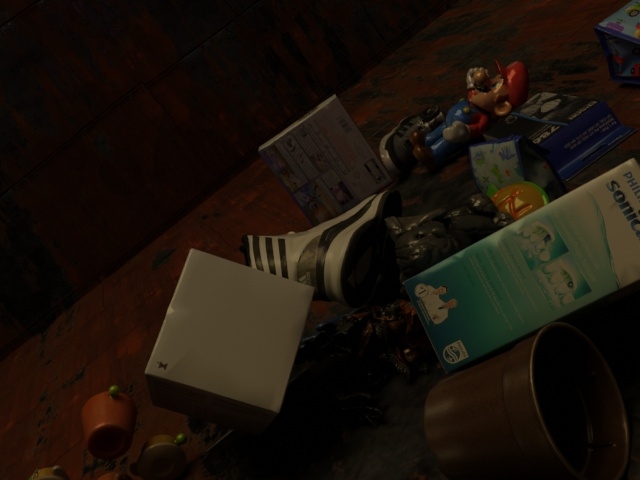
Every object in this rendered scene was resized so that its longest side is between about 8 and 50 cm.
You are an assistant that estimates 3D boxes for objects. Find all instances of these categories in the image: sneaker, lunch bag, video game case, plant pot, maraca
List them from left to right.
[{"bbox_3d":[0.000,-0.001,1.322,0.257,0.169,0.447,2,12,19],"label":"sneaker"},{"bbox_3d":[0.014,-0.199,1.863,0.244,0.270,0.061,-33,18,8],"label":"video game case"},{"bbox_3d":[0.257,-0.275,1.871,0.153,0.101,0.269,-25,19,38],"label":"sneaker"},{"bbox_3d":[0.314,-0.037,1.191,0.185,0.099,0.127,18,91,65],"label":"maraca"},{"bbox_3d":[0.341,-0.115,1.264,0.096,0.151,0.128,-45,19,-22],"label":"lunch bag"},{"bbox_3d":[0.212,0.191,0.771,0.165,0.167,0.167,-31,17,43],"label":"plant pot"},{"bbox_3d":[0.707,-0.389,1.338,0.221,0.138,0.293,-35,28,-3],"label":"lunch bag"}]

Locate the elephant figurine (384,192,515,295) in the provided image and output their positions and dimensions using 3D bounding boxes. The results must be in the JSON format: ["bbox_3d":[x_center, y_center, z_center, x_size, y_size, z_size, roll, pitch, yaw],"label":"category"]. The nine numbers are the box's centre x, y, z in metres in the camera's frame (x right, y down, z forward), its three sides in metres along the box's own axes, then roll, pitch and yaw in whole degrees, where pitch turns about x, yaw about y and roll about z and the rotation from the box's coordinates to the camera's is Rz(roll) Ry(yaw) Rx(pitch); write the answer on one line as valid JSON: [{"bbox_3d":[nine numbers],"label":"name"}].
[{"bbox_3d":[0.172,0.012,1.097,0.239,0.169,0.186,-9,-40,-30],"label":"elephant figurine"}]

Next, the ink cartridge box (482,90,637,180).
[{"bbox_3d":[0.464,-0.218,1.435,0.165,0.065,0.333,-36,19,0],"label":"ink cartridge box"}]

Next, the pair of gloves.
[{"bbox_3d":[0.037,0.177,1.310,0.159,0.023,0.198,-36,18,4],"label":"pair of gloves"}]

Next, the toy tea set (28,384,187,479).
[{"bbox_3d":[-0.406,0.410,1.278,0.336,0.200,0.124,-41,27,3],"label":"toy tea set"}]

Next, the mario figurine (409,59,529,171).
[{"bbox_3d":[0.343,-0.321,1.702,0.320,0.170,0.198,-37,61,20],"label":"mario figurine"}]

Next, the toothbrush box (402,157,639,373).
[{"bbox_3d":[0.281,0.043,0.881,0.295,0.126,0.216,-31,-18,17],"label":"toothbrush box"}]

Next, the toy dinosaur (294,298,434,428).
[{"bbox_3d":[0.083,0.170,1.126,0.322,0.164,0.218,-45,-6,40],"label":"toy dinosaur"}]

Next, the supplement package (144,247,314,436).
[{"bbox_3d":[-0.145,0.173,1.134,0.263,0.198,0.199,114,173,-66],"label":"supplement package"}]
